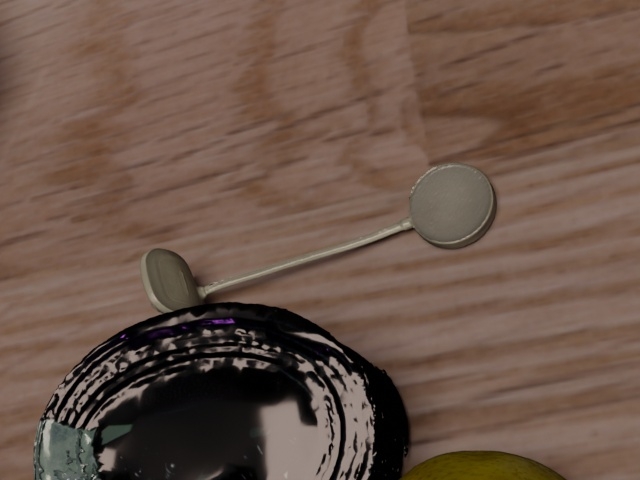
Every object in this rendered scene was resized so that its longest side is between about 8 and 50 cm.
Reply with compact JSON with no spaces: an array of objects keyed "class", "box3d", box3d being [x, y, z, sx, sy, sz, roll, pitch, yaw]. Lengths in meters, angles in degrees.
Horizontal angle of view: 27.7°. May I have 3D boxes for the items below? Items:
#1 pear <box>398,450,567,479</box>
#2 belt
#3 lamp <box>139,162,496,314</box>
[{"class":"pear","box3d":[0.071,0.165,0.603,0.141,0.104,0.141,-10,63,20]},{"class":"belt","box3d":[-0.056,0.115,0.686,0.198,0.078,0.151,-9,72,17]},{"class":"lamp","box3d":[0.000,0.000,0.724,0.198,0.056,0.050,-20,61,11]}]
